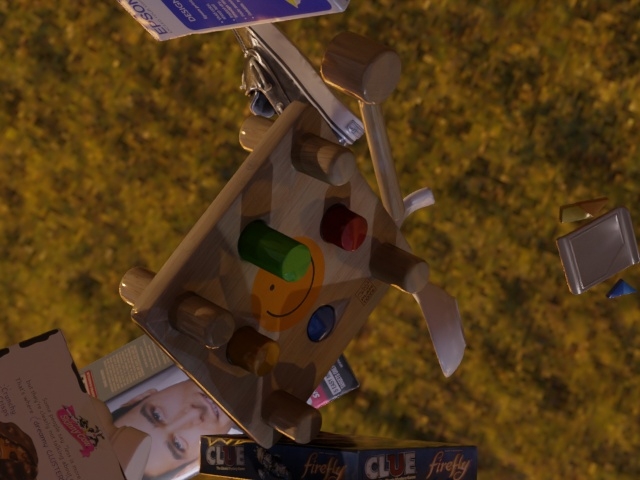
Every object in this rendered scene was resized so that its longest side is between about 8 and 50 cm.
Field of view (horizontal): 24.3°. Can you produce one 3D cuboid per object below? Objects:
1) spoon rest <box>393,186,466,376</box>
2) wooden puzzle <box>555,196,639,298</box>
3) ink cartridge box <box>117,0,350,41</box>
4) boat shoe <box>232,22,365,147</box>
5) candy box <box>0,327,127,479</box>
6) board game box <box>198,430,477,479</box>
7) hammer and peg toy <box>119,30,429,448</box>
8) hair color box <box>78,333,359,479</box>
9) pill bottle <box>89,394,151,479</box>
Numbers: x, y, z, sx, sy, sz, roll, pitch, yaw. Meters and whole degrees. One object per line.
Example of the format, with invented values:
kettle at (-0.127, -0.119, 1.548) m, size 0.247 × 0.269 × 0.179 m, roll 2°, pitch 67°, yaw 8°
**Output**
spoon rest at (0.150, 0.065, 2.151) m, size 0.084 × 0.276 × 0.137 m, roll -12°, pitch 160°, yaw 8°
wooden puzzle at (0.253, 0.007, 1.359) m, size 0.014 × 0.078 × 0.116 m, roll -125°, pitch 19°, yaw -57°
ink cartridge box at (-0.158, -0.352, 1.627) m, size 0.307 × 0.072 × 0.303 m, roll 1°, pitch 147°, yaw 43°
boat shoe at (-0.058, -0.210, 1.959) m, size 0.301 × 0.102 × 0.108 m, roll 51°, pitch -173°, yaw 30°
candy box at (-0.251, 0.177, 1.087) m, size 0.165 × 0.196 × 0.070 m, roll 64°, pitch 152°, yaw 13°
board game box at (0.015, 0.222, 1.505) m, size 0.165 × 0.042 × 0.243 m, roll 5°, pitch 174°, yaw -42°
hammer and peg toy at (0.000, 0.000, 1.403) m, size 0.127 × 0.361 × 0.266 m, roll 24°, pitch 160°, yaw 40°
hair color box at (-0.156, 0.200, 2.064) m, size 0.185 × 0.374 × 0.113 m, roll 62°, pitch 179°, yaw -32°
pill bottle at (-0.283, 0.195, 1.464) m, size 0.216 × 0.121 × 0.121 m, roll 20°, pitch 153°, yaw 7°
